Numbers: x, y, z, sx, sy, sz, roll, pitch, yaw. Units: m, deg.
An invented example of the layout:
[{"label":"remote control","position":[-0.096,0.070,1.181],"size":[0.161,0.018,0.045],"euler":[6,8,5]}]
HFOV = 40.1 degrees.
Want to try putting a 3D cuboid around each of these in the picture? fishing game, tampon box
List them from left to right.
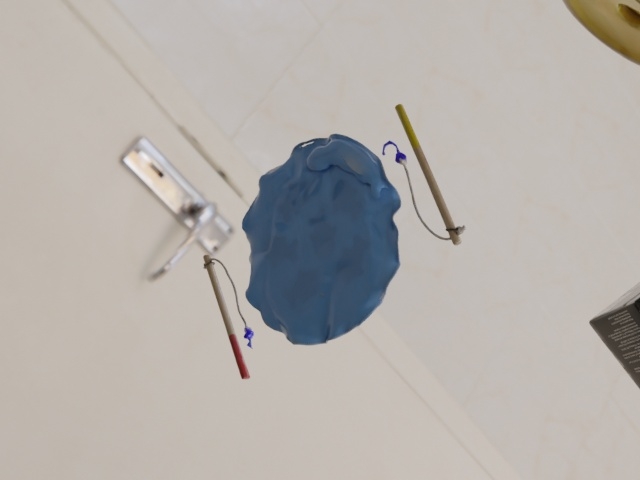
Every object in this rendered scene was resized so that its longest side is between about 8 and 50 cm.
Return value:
[{"label":"fishing game","position":[0.000,0.000,0.775],"size":[0.264,0.041,0.189],"euler":[-40,-122,28]},{"label":"tampon box","position":[0.383,0.106,0.890],"size":[0.120,0.161,0.101],"euler":[-33,172,-16]}]

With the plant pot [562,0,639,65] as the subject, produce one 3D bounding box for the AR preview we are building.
[{"label":"plant pot","position":[0.366,-0.298,0.837],"size":[0.239,0.254,0.254],"euler":[-52,-155,2]}]
